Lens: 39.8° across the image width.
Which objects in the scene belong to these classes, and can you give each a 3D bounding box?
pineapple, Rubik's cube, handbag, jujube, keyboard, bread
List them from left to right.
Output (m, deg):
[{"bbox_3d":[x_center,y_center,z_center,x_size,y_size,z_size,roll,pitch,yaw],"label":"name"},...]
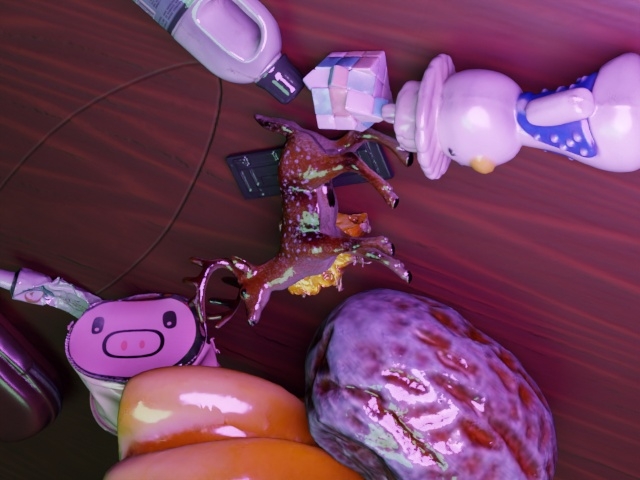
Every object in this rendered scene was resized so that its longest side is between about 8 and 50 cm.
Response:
[{"bbox_3d":[-0.243,0.171,1.237,0.205,0.179,0.116,-5,133,-1],"label":"handbag"},{"bbox_3d":[-0.103,0.330,1.160,0.329,0.245,0.424,-41,139,16],"label":"bread"},{"bbox_3d":[-0.016,-0.083,1.003,0.204,0.013,0.061,-6,124,34],"label":"keyboard"},{"bbox_3d":[0.000,0.000,1.040,0.116,0.069,0.137,44,126,-4],"label":"pineapple"},{"bbox_3d":[0.030,-0.143,0.879,0.075,0.073,0.084,-13,113,33],"label":"Rubik's cube"},{"bbox_3d":[0.118,0.188,1.022,0.308,0.215,0.246,44,159,-15],"label":"jujube"}]

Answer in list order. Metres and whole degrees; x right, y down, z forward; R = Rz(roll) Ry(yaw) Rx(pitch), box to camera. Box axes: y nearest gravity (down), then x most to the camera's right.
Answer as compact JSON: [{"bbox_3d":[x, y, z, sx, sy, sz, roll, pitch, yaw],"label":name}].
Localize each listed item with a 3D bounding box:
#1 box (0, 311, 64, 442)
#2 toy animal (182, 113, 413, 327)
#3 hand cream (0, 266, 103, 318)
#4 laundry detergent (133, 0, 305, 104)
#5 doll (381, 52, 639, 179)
[{"bbox_3d":[-0.617,0.183,1.509,0.263,0.108,0.404,-24,113,41],"label":"box"},{"bbox_3d":[-0.025,-0.012,0.976,0.259,0.087,0.244,7,95,27],"label":"toy animal"},{"bbox_3d":[-0.379,0.103,1.350,0.256,0.050,0.084,24,137,-3],"label":"hand cream"},{"bbox_3d":[-0.107,-0.224,0.892,0.225,0.070,0.099,42,129,-8],"label":"laundry detergent"},{"bbox_3d":[0.192,-0.108,0.790,0.293,0.138,0.119,6,89,23],"label":"doll"}]
